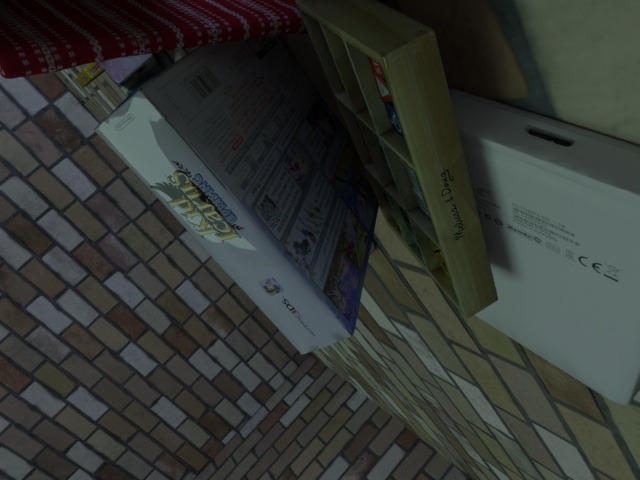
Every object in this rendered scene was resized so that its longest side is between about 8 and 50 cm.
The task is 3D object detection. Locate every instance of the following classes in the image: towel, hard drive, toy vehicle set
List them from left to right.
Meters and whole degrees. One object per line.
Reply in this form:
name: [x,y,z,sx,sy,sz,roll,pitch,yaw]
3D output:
towel: [-0.152,-0.196,0.432,0.199,0.275,0.031,37,136,30]
toy vehicle set: [0.070,-0.071,0.447,0.267,0.035,0.166,62,178,-40]
hard drive: [0.200,0.021,0.465,0.203,0.040,0.307,34,162,38]

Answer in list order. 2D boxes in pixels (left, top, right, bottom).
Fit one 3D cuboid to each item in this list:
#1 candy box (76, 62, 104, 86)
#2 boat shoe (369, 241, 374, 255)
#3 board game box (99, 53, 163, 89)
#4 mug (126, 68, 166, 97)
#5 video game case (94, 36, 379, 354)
candy box: [-0.442,-0.360,1.057,0.027,0.105,0.206,52,164,-26]
boat shoe: [-0.044,-0.065,0.755,0.127,0.113,0.340,28,158,49]
board game box: [-0.377,-0.369,0.800,0.318,0.066,0.319,49,178,-15]
mug: [-0.210,-0.186,0.803,0.129,0.097,0.157,29,153,48]
video game case: [-0.041,-0.072,0.494,0.061,0.269,0.244,-28,114,28]
